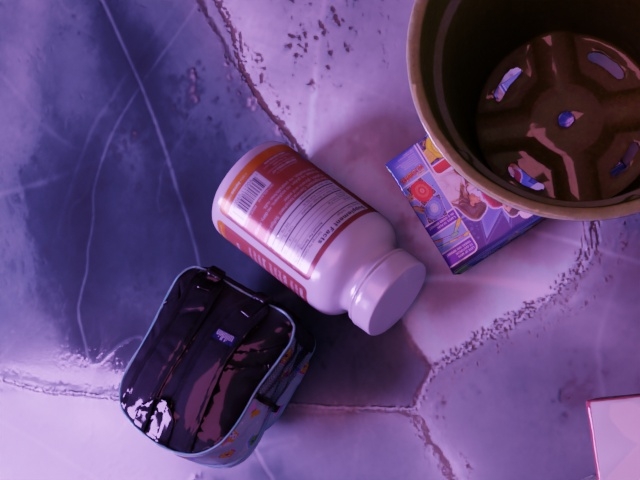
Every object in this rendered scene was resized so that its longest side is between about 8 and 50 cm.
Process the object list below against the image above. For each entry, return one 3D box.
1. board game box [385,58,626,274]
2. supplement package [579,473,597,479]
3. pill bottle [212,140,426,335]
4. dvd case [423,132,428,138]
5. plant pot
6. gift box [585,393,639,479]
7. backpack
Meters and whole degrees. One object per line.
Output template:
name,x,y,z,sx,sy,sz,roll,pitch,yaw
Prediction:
board game box,0.184,-0.075,1.310,0.201,0.035,0.136,-34,79,16
supplement package,0.242,0.326,1.227,0.105,0.105,0.179,-29,75,21
pill bottle,0.000,0.000,1.360,0.216,0.121,0.121,38,102,23
dvd case,0.150,-0.096,1.354,0.087,0.013,0.119,42,102,22
plant pot,0.222,-0.134,1.142,0.276,0.254,0.276,-1,82,8
gift box,0.382,0.214,1.084,0.276,0.258,0.255,-16,80,25
backpack,-0.113,0.144,1.384,0.166,0.144,0.188,27,75,23
